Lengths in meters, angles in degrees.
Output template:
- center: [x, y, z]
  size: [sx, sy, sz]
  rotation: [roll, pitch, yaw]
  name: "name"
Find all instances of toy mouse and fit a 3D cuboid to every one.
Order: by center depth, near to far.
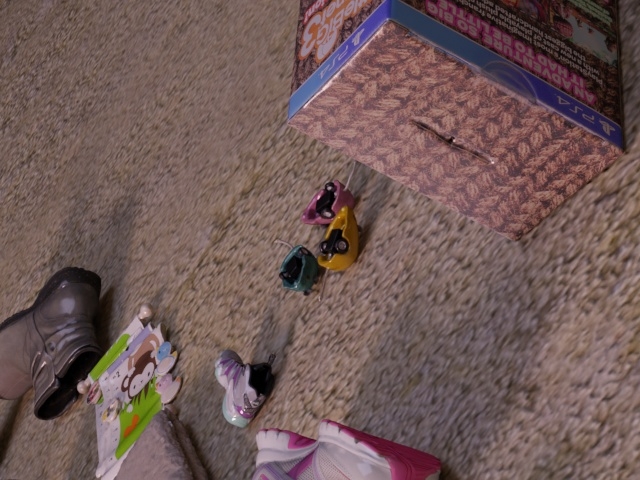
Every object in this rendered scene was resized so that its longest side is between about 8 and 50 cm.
- center: [0.000, 0.000, 1.905]
  size: [0.143, 0.031, 0.161]
  rotation: [-16, 51, 59]
  name: "toy mouse"

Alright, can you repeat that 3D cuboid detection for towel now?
- center: [-0.167, 0.297, 1.917]
  size: [0.187, 0.049, 0.282]
  rotation: [-57, 23, 11]
  name: "towel"

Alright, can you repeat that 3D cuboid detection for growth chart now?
- center: [-0.212, 0.171, 2.174]
  size: [0.172, 0.021, 0.237]
  rotation: [-53, 26, 20]
  name: "growth chart"

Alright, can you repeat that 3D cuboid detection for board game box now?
- center: [0.114, -0.187, 1.619]
  size: [0.141, 0.232, 0.291]
  rotation: [-43, 30, 40]
  name: "board game box"

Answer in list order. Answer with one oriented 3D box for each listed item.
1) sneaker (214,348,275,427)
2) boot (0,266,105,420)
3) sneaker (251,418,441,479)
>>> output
- center: [-0.068, 0.129, 1.907]
  size: [0.069, 0.038, 0.098]
  rotation: [-48, 37, 27]
  name: "sneaker"
- center: [-0.345, 0.157, 2.393]
  size: [0.246, 0.083, 0.161]
  rotation: [-48, 33, 34]
  name: "boot"
- center: [0.014, 0.214, 1.585]
  size: [0.252, 0.103, 0.111]
  rotation: [-21, 51, 65]
  name: "sneaker"
